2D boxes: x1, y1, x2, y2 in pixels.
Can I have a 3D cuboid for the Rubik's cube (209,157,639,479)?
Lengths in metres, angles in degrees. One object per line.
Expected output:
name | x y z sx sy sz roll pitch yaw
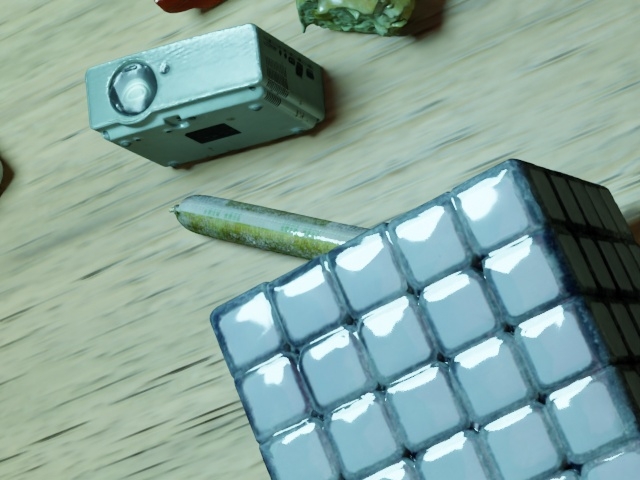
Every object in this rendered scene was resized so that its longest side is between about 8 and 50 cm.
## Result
Rubik's cube | 0.110 0.106 1.256 0.237 0.237 0.238 -28 75 18

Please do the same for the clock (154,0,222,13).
clock | -0.096 -0.266 1.552 0.113 0.061 0.155 -29 64 17

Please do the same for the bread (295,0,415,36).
bread | 0.043 -0.285 1.472 0.087 0.098 0.269 11 82 -11

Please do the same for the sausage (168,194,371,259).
sausage | 0.000 0.000 1.458 0.269 0.033 0.032 12 84 28

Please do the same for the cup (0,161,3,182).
cup | -0.322 -0.060 1.604 0.102 0.074 0.099 -50 63 8

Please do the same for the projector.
projector | -0.086 -0.105 1.477 0.147 0.115 0.061 -14 71 23
